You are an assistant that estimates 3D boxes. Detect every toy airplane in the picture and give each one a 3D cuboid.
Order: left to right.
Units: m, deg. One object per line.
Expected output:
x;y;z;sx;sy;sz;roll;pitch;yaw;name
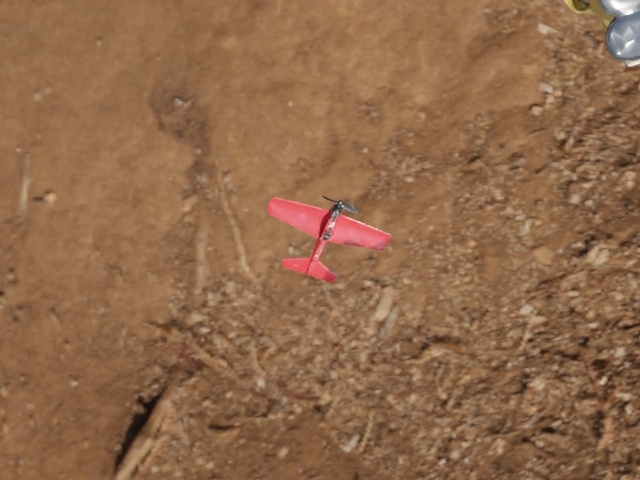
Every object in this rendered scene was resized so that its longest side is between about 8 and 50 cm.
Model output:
0.000;0.000;1.153;0.151;0.151;0.028;-28;36;38;toy airplane

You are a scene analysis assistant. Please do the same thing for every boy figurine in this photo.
0.325;-0.288;1.086;0.092;0.285;0.177;-15;113;8;boy figurine
